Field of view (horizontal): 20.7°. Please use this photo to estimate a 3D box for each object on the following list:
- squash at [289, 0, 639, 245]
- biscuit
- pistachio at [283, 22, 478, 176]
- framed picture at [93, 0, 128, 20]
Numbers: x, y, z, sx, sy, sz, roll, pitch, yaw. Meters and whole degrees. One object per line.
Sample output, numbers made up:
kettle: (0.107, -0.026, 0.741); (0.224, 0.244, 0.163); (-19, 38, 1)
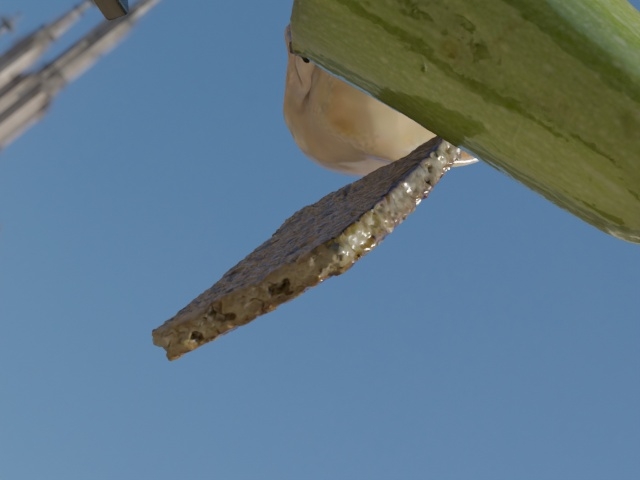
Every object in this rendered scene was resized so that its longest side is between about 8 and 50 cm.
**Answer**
squash: (0.135, -0.074, 0.880); (0.287, 0.137, 0.137); (36, -32, 17)
biscuit: (0.000, 0.000, 0.982); (0.131, 0.231, 0.025); (-28, -83, 27)
pistachio: (0.088, -0.165, 1.521); (0.230, 0.309, 0.229); (20, -58, 34)
framed picture: (-0.165, -0.259, 0.917); (0.016, 0.184, 0.250); (-19, -41, 13)
